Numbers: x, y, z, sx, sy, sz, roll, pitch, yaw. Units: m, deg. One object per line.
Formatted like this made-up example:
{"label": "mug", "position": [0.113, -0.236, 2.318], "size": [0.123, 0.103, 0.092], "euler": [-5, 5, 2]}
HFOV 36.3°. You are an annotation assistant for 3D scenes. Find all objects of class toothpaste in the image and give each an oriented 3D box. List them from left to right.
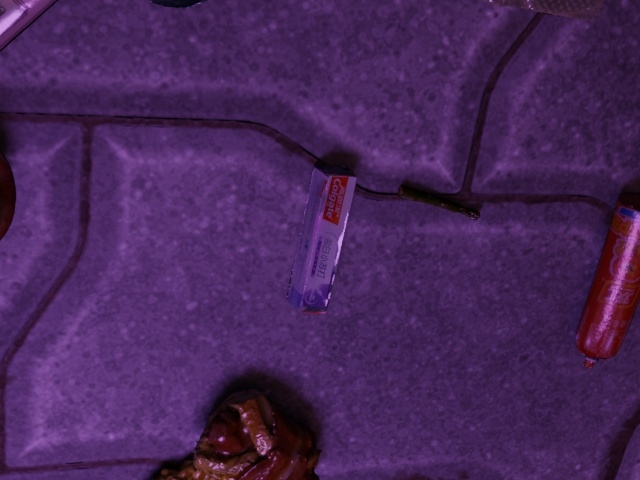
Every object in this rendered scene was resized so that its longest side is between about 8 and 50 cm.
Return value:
{"label": "toothpaste", "position": [0.000, 0.000, 1.236], "size": [0.047, 0.040, 0.196], "euler": [2, 116, -22]}

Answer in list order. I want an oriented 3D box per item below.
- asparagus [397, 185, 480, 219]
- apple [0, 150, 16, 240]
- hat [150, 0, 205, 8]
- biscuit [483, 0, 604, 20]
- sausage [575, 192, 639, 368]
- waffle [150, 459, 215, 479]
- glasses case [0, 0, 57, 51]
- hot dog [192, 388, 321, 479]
{"label": "asparagus", "position": [0.156, -0.049, 1.277], "size": [0.127, 0.018, 0.015], "euler": [15, 146, -25]}
{"label": "apple", "position": [-0.394, -0.043, 1.016], "size": [0.131, 0.146, 0.146], "euler": [-18, 124, 14]}
{"label": "hat", "position": [-0.125, -0.318, 0.996], "size": [0.191, 0.078, 0.138], "euler": [-30, 118, -2]}
{"label": "biscuit", "position": [0.235, -0.341, 1.125], "size": [0.252, 0.052, 0.150], "euler": [5, 115, -22]}
{"label": "sausage", "position": [0.425, 0.066, 1.401], "size": [0.074, 0.074, 0.274], "euler": [0, 118, -19]}
{"label": "waffle", "position": [-0.189, 0.392, 1.376], "size": [0.149, 0.051, 0.194], "euler": [-7, 119, -14]}
{"label": "glasses case", "position": [-0.297, -0.280, 0.948], "size": [0.314, 0.075, 0.122], "euler": [-38, 105, 9]}
{"label": "hot dog", "position": [-0.074, 0.293, 1.321], "size": [0.213, 0.103, 0.146], "euler": [35, 80, -34]}
